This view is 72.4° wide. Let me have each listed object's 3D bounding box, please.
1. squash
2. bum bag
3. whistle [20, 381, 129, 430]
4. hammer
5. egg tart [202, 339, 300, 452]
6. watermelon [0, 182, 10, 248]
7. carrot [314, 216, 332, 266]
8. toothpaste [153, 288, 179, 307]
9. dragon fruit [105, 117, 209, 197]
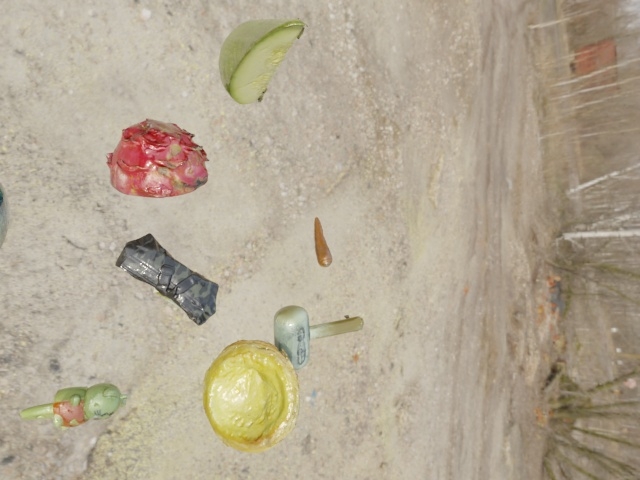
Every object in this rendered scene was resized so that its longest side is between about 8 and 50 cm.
[{"bbox_3d":[-0.118,-0.328,0.827,0.093,0.252,0.169,-10,118,-27],"label":"squash"},{"bbox_3d":[-0.449,0.115,1.335,0.340,0.095,0.144,41,58,-16],"label":"bum bag"},{"bbox_3d":[-0.708,0.483,1.273,0.131,0.288,0.106,99,-21,-55],"label":"whistle"},{"bbox_3d":[0.002,0.282,1.370,0.305,0.113,0.202,-9,116,-23],"label":"hammer"},{"bbox_3d":[-0.188,0.437,1.249,0.120,0.315,0.315,30,61,-69],"label":"egg tart"},{"bbox_3d":[-0.788,-0.033,0.888,0.320,0.213,0.289,108,-18,-57],"label":"watermelon"},{"bbox_3d":[0.000,0.000,1.394,0.048,0.048,0.216,47,22,-44],"label":"carrot"},{"bbox_3d":[-0.584,0.246,1.877,0.313,0.071,0.089,56,34,-54],"label":"toothpaste"},{"bbox_3d":[-0.607,-0.324,1.638,0.386,0.371,0.249,-116,-151,-53],"label":"dragon fruit"}]
